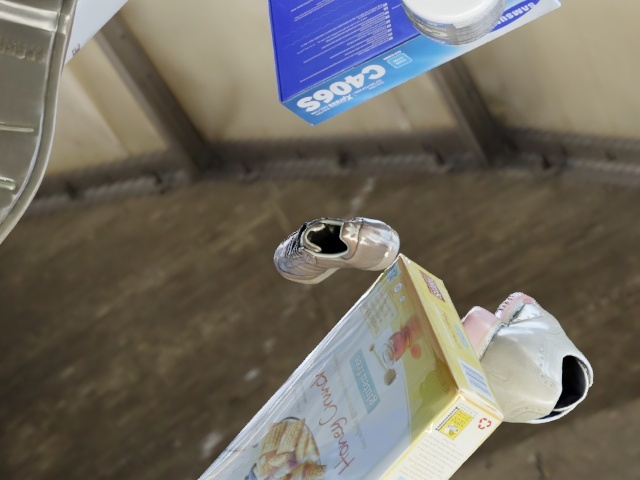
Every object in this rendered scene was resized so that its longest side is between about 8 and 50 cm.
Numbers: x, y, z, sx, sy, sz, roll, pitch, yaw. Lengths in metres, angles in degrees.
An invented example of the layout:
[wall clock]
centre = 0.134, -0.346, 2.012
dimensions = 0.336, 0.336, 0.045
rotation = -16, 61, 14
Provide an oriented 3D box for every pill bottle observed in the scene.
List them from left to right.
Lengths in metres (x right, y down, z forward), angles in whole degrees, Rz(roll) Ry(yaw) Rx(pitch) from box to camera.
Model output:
[pill bottle]
centre = 0.094, -0.181, 1.189
dimensions = 0.078, 0.078, 0.137
rotation = -29, 173, 5

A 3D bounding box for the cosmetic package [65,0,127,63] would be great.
[cosmetic package]
centre = -0.273, -0.287, 1.828
dimensions = 0.238, 0.107, 0.127
rotation = -45, 173, -9

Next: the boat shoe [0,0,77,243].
[boat shoe]
centre = -0.234, -0.102, 1.182
dimensions = 0.104, 0.110, 0.307
rotation = 163, -51, -76

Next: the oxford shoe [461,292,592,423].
[oxford shoe]
centre = 0.241, 0.155, 1.937
dimensions = 0.146, 0.397, 0.140
rotation = 26, -79, 15

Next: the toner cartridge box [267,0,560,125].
[toner cartridge box]
centre = 0.103, -0.281, 1.964
dimensions = 0.347, 0.075, 0.165
rotation = -23, -122, 27

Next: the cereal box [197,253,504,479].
[cereal box]
centre = 0.010, 0.144, 1.124
dimensions = 0.240, 0.047, 0.173
rotation = -49, -152, 16

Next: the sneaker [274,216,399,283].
[sneaker]
centre = 0.000, 0.000, 1.742
dimensions = 0.188, 0.071, 0.066
rotation = -11, -119, 50
